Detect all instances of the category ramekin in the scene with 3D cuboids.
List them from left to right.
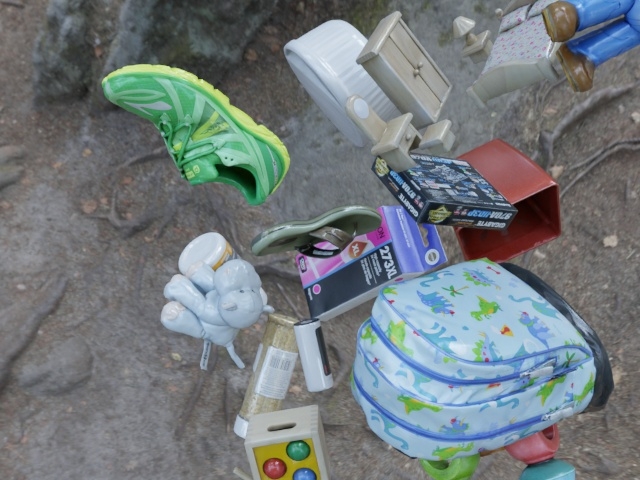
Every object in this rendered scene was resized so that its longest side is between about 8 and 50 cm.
[{"bbox_3d":[0.053,-0.340,1.293,0.127,0.273,0.273,-40,71,1],"label":"ramekin"}]

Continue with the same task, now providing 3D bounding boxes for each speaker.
[{"bbox_3d":[-0.014,0.225,1.200,0.055,0.055,0.136,-12,92,7],"label":"speaker"}]

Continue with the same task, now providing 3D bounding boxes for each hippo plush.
[{"bbox_3d":[-0.266,0.169,1.567,0.235,0.237,0.294,5,69,-33],"label":"hippo plush"}]

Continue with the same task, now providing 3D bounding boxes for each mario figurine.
[{"bbox_3d":[0.448,-0.301,0.741,0.321,0.198,0.170,-25,70,24],"label":"mario figurine"}]

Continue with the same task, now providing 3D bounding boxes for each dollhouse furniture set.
[{"bbox_3d":[0.238,-0.299,0.926,0.356,0.174,0.303,-13,41,50],"label":"dollhouse furniture set"}]

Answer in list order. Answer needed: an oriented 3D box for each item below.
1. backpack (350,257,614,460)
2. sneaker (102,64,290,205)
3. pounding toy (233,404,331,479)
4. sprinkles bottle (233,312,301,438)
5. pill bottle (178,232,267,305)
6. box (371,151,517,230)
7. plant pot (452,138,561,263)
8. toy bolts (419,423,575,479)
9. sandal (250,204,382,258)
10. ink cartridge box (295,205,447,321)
[{"bbox_3d":[0.211,0.165,0.889,0.356,0.273,0.290,-21,45,-17],"label":"backpack"},{"bbox_3d":[-0.174,-0.148,0.878,0.296,0.109,0.123,29,66,-26],"label":"sneaker"},{"bbox_3d":[-0.074,0.418,1.082,0.181,0.094,0.205,-10,107,3],"label":"pounding toy"},{"bbox_3d":[-0.143,0.394,1.762,0.121,0.121,0.355,16,86,15],"label":"sprinkles bottle"},{"bbox_3d":[-0.287,0.119,1.843,0.162,0.278,0.162,-21,40,19],"label":"pill bottle"},{"bbox_3d":[0.226,-0.094,1.117,0.175,0.220,0.051,57,134,43],"label":"box"},{"bbox_3d":[0.457,-0.107,1.629,0.267,0.267,0.235,-25,54,8],"label":"plant pot"},{"bbox_3d":[0.314,0.393,0.982,0.229,0.218,0.158,-34,64,40],"label":"toy bolts"},{"bbox_3d":[-0.002,0.001,1.305,0.303,0.120,0.086,-15,66,-24],"label":"sandal"},{"bbox_3d":[0.107,0.045,1.445,0.371,0.069,0.175,-30,63,30],"label":"ink cartridge box"}]
